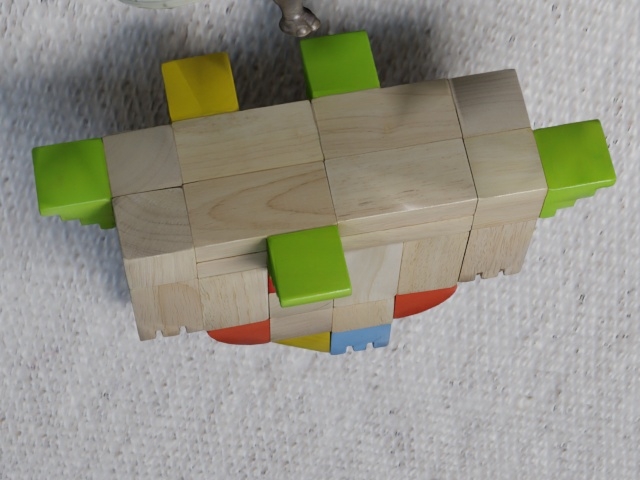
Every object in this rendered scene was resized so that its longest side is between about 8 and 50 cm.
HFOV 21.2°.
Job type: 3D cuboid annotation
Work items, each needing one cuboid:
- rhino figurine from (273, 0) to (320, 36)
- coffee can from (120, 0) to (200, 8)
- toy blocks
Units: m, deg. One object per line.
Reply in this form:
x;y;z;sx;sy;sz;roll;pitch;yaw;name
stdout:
0.074;-0.227;1.165;0.243;0.073;0.106;-18;133;-1;rhino figurine
-0.117;-0.299;0.974;0.201;0.201;0.275;-29;130;9;coffee can
0.000;0.000;1.255;0.381;0.190;0.261;-10;156;-5;toy blocks
